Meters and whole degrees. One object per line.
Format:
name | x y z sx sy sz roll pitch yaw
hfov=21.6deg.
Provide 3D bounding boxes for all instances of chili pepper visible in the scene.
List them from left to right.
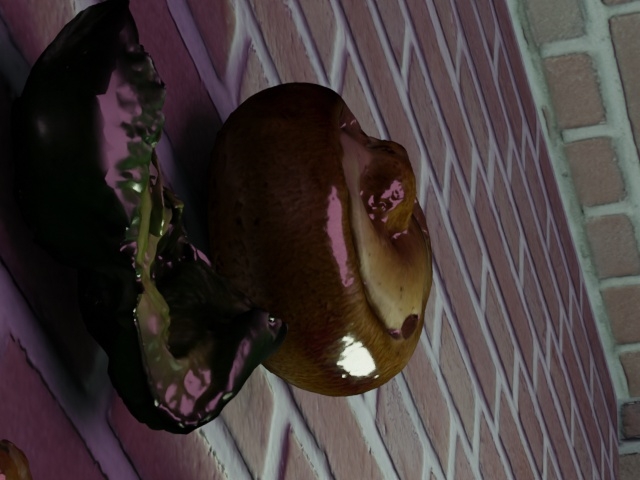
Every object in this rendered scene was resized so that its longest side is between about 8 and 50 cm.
chili pepper | -0.121 -0.011 1.001 0.148 0.116 0.265 -57 137 -49

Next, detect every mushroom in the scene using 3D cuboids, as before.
mushroom | 0.000 0.000 1.290 0.253 0.153 0.253 46 37 -50

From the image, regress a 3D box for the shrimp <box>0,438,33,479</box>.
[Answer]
shrimp | -0.176 0.154 0.820 0.184 0.043 0.091 -23 108 -74
